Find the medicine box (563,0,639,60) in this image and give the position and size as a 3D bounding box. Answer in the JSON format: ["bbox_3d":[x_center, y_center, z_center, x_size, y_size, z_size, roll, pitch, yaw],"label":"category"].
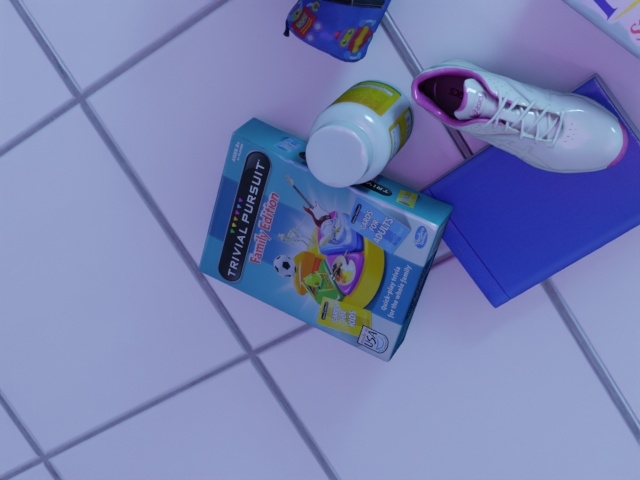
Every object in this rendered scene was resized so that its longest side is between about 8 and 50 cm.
[{"bbox_3d":[0.470,-0.352,1.492,0.289,0.149,0.263,37,118,0],"label":"medicine box"}]

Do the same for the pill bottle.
[{"bbox_3d":[0.052,-0.147,1.681,0.117,0.208,0.117,7,113,16],"label":"pill bottle"}]

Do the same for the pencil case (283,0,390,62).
[{"bbox_3d":[0.059,-0.395,1.632,0.119,0.133,0.306,7,123,-31],"label":"pencil case"}]

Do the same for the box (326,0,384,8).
[{"bbox_3d":[-0.022,-0.471,1.566,0.293,0.073,0.295,21,110,42],"label":"box"}]

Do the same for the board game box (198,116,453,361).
[{"bbox_3d":[0.000,0.000,1.807,0.336,0.079,0.254,25,122,12],"label":"board game box"}]

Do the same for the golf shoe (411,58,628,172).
[{"bbox_3d":[0.257,-0.163,1.611,0.306,0.140,0.115,20,102,25],"label":"golf shoe"}]

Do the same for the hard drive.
[{"bbox_3d":[0.320,-0.064,1.719,0.318,0.040,0.210,-34,97,27],"label":"hard drive"}]
